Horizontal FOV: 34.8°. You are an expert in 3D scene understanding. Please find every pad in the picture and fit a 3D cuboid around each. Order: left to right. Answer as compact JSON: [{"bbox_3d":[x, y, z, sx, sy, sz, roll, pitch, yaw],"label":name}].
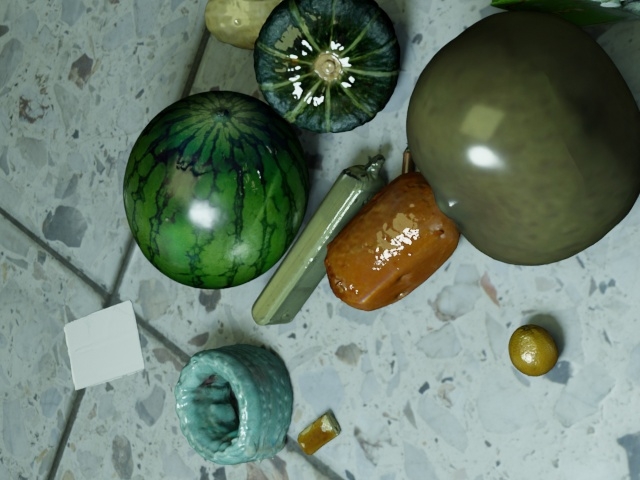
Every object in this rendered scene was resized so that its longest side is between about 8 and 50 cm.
[{"bbox_3d":[-0.473,0.230,2.218,0.232,0.004,0.156,-21,78,34],"label":"pad"}]

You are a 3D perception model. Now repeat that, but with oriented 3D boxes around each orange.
[{"bbox_3d":[0.330,0.170,1.585,0.085,0.085,0.085,-1,89,36],"label":"orange"}]

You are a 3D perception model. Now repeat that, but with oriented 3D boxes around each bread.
[{"bbox_3d":[-0.003,0.351,1.852,0.083,0.036,0.047,-41,79,28],"label":"bread"}]

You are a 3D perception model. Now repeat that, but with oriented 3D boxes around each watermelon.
[{"bbox_3d":[-0.182,-0.088,1.800,0.363,0.363,0.363,-1,89,36],"label":"watermelon"}]

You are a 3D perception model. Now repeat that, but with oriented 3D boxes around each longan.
[{"bbox_3d":[0.288,-0.139,1.453,0.361,0.361,0.361,-1,89,36],"label":"longan"}]

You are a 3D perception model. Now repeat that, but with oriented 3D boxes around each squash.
[{"bbox_3d":[0.011,-0.306,1.727,0.252,0.165,0.252,0,110,1],"label":"squash"}]

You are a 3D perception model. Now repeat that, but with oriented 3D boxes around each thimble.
[{"bbox_3d":[-0.157,0.308,1.901,0.198,0.143,0.235,-42,68,29],"label":"thimble"}]

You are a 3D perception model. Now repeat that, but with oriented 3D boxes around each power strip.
[{"bbox_3d":[0.000,0.000,1.820,0.066,0.092,0.387,47,115,25],"label":"power strip"}]

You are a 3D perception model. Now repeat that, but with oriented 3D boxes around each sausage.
[{"bbox_3d":[0.123,0.003,1.691,0.268,0.153,0.141,-45,60,26],"label":"sausage"}]

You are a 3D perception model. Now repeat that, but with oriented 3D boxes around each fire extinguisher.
[{"bbox_3d":[0.149,-0.127,1.756,0.028,0.022,0.083,-173,86,-67],"label":"fire extinguisher"}]

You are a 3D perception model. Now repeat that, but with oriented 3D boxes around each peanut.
[{"bbox_3d":[-0.078,-0.409,1.865,0.290,0.130,0.130,8,94,30],"label":"peanut"}]

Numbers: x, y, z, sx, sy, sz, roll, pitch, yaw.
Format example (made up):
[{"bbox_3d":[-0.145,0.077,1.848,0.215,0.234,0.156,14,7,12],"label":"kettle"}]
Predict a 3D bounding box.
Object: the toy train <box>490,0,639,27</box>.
[{"bbox_3d":[0.380,-0.394,1.424,0.249,0.307,0.173,2,92,45],"label":"toy train"}]
